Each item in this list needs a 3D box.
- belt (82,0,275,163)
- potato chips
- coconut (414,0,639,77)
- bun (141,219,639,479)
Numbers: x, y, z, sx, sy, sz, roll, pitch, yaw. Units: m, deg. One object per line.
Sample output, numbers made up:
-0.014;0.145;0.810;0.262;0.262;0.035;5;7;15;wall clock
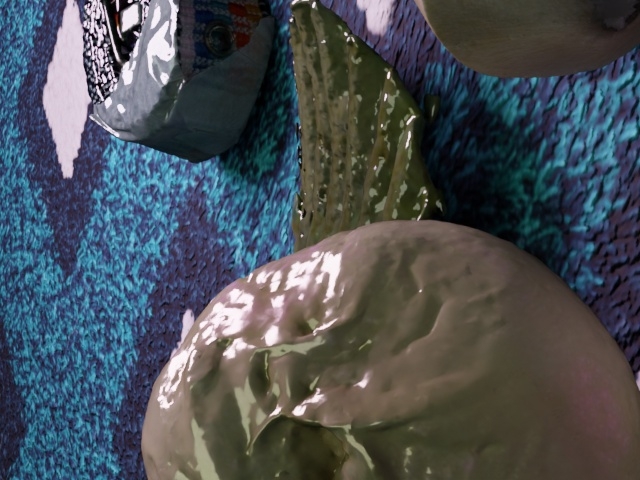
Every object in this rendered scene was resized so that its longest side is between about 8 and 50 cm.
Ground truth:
-0.154;-0.210;1.744;0.207;0.150;0.257;-50;45;38;belt
0.001;-0.008;1.396;0.373;0.097;0.389;180;95;-74;potato chips
0.143;-0.205;1.072;0.222;0.202;0.202;-118;39;-52;coconut
0.040;0.165;1.121;0.361;0.213;0.361;10;111;27;bun
